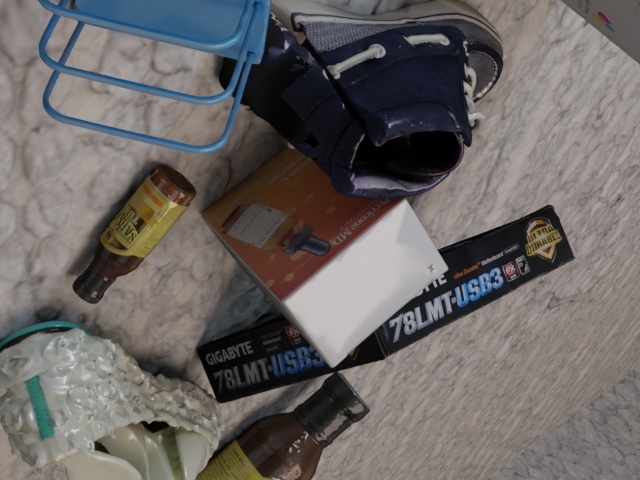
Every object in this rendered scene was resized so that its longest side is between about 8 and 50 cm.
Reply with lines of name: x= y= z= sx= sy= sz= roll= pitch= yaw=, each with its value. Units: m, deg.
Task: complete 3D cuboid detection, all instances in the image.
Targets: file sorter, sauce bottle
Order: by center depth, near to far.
file sorter: x=-0.088 y=-0.145 z=0.557 sx=0.170 sy=0.118 sz=0.104 roll=105 pitch=-2 yaw=-51
sauce bottle: x=-0.152 y=-0.002 z=0.832 sx=0.128 sy=0.042 sz=0.042 roll=-50 pitch=154 yaw=14
sauce bottle: x=-0.085 y=0.308 z=1.356 sx=0.344 sy=0.111 sz=0.111 roll=-41 pitch=156 yaw=-2

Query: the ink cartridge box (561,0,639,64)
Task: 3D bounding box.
ink cartridge box: x=0.319 y=-0.235 z=0.862 sx=0.117 sy=0.278 sz=0.201 roll=-37 pitch=155 yaw=-13

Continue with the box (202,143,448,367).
box: x=0.000 y=0.000 z=0.881 sx=0.130 sy=0.170 sz=0.091 roll=-40 pitch=128 yaw=-7

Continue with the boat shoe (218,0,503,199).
boat shoe: x=0.082 y=-0.110 z=0.859 sx=0.340 sy=0.158 sz=0.127 roll=-13 pitch=143 yaw=-47

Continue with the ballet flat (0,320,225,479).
ballet flat: x=-0.188 y=0.195 z=0.990 sx=0.147 sy=0.147 sz=0.409 roll=-41 pitch=155 yaw=-1

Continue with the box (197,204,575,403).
box: x=0.066 y=0.070 z=1.086 sx=0.293 sy=0.073 sz=0.295 roll=-22 pitch=179 yaw=-39
